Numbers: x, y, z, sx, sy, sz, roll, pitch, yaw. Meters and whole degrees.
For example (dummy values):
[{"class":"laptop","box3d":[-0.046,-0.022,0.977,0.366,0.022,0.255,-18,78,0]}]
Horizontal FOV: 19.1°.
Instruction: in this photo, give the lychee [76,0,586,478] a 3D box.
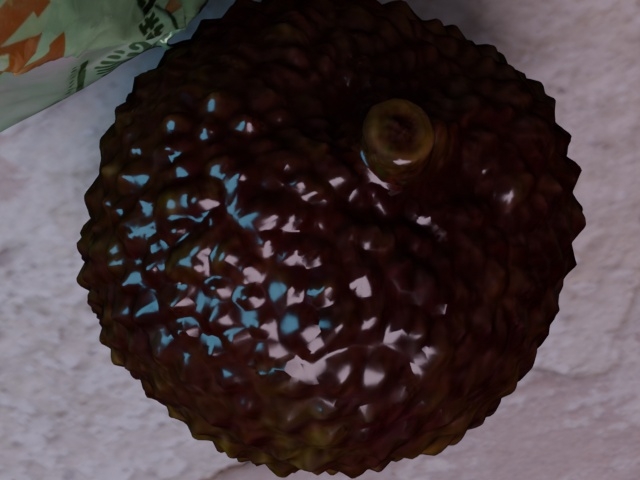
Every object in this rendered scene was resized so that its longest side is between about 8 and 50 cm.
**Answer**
[{"class":"lychee","box3d":[0.000,0.000,0.896,0.236,0.236,0.271,10,164,-16]}]

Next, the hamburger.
[{"class":"hamburger","box3d":[-0.186,-0.103,0.801,0.235,0.125,0.214,-7,179,32]}]
